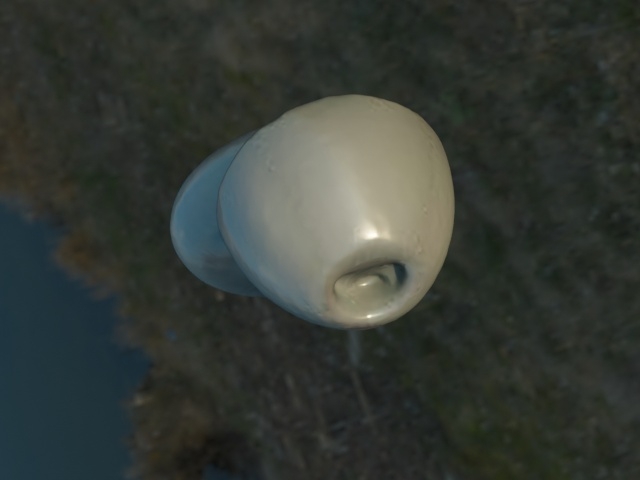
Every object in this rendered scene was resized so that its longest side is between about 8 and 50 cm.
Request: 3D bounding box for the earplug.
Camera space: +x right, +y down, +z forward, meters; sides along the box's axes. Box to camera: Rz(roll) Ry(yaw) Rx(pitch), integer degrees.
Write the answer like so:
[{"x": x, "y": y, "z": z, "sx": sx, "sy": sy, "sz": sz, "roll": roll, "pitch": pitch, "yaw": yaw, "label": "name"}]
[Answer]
[{"x": -0.002, "y": -0.013, "z": 1.479, "sx": 0.325, "sy": 0.214, "sz": 0.175, "roll": 162, "pitch": 100, "yaw": -76, "label": "earplug"}]
